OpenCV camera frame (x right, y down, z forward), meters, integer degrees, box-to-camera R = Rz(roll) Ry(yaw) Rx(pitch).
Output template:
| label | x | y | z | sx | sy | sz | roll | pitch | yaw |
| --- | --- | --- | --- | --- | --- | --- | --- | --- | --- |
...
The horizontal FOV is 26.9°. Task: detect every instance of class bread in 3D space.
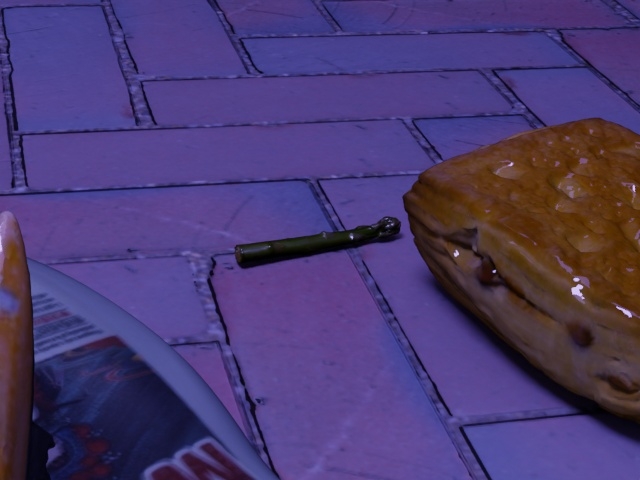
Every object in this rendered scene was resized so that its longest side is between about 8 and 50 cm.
| label | x | y | z | sx | sy | sz | roll | pitch | yaw |
| --- | --- | --- | --- | --- | --- | --- | --- | --- | --- |
| bread | 0.186 | 0.016 | 0.846 | 0.211 | 0.099 | 0.235 | -20 | 41 | -34 |

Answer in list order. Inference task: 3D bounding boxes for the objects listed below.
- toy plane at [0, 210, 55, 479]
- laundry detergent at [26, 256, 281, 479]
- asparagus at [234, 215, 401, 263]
| label | x | y | z | sx | sy | sz | roll | pitch | yaw |
| --- | --- | --- | --- | --- | --- | --- | --- | --- | --- |
| toy plane | -0.110 | 0.151 | 0.389 | 0.204 | 0.103 | 0.316 | 4 | 69 | 0 |
| laundry detergent | -0.101 | 0.147 | 0.530 | 0.398 | 0.124 | 0.264 | 28 | 35 | 34 |
| asparagus | 0.000 | 0.000 | 0.933 | 0.127 | 0.018 | 0.015 | -11 | 66 | -25 |
